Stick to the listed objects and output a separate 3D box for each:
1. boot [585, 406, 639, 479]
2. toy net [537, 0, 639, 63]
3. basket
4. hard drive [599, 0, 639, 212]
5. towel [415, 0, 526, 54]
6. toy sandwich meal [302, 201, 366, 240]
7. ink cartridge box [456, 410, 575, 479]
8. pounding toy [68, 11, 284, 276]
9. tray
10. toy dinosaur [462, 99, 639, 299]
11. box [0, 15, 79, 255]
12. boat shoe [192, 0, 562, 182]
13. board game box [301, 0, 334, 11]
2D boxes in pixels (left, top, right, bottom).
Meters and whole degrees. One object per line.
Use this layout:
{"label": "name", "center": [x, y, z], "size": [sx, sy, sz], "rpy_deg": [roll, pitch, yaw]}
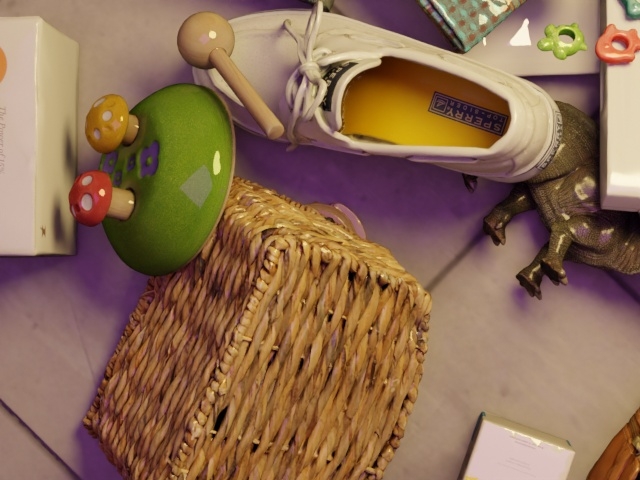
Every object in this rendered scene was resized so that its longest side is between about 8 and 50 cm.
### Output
{"label": "boot", "center": [0.335, 0.147, 1.543], "size": [0.283, 0.220, 0.109], "rpy_deg": [-45, 86, 2]}
{"label": "toy net", "center": [0.305, -0.222, 1.562], "size": [0.232, 0.045, 0.122], "rpy_deg": [-2, 64, -4]}
{"label": "basket", "center": [-0.049, 0.118, 1.622], "size": [0.213, 0.223, 0.299], "rpy_deg": [21, 98, -28]}
{"label": "hard drive", "center": [0.429, -0.124, 1.574], "size": [0.353, 0.047, 0.233], "rpy_deg": [4, 65, 0]}
{"label": "towel", "center": [0.109, -0.390, 1.578], "size": [0.271, 0.040, 0.370], "rpy_deg": [-41, 99, -12]}
{"label": "toy sandwich meal", "center": [0.000, 0.000, 1.668], "size": [0.085, 0.029, 0.085], "rpy_deg": [1, 96, 7]}
{"label": "ink cartridge box", "center": [0.168, 0.243, 1.619], "size": [0.090, 0.092, 0.143], "rpy_deg": [19, 92, 4]}
{"label": "pounding toy", "center": [-0.159, -0.085, 1.579], "size": [0.237, 0.110, 0.183], "rpy_deg": [-52, 42, 28]}
{"label": "tray", "center": [0.194, -0.288, 1.657], "size": [0.145, 0.030, 0.270], "rpy_deg": [-2, 89, 3]}
{"label": "toy dinosaur", "center": [0.230, -0.049, 1.624], "size": [0.160, 0.121, 0.313], "rpy_deg": [-35, 72, -15]}
{"label": "box", "center": [-0.410, -0.091, 1.630], "size": [0.345, 0.168, 0.215], "rpy_deg": [1, 89, 5]}
{"label": "boat shoe", "center": [0.023, -0.133, 1.558], "size": [0.367, 0.156, 0.136], "rpy_deg": [19, 94, 25]}
{"label": "board game box", "center": [-0.091, -0.376, 1.647], "size": [0.303, 0.097, 0.224], "rpy_deg": [23, 90, 5]}
